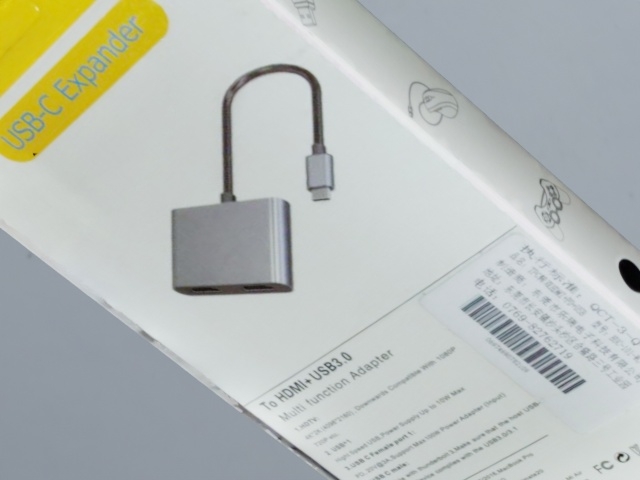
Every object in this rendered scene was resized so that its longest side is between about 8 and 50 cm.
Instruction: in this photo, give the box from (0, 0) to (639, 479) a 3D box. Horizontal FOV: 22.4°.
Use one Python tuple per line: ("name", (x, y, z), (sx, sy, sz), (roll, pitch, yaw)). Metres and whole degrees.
("box", (0.000, 0.000, 0.466), (0.247, 0.033, 0.129), (40, 130, -18))
